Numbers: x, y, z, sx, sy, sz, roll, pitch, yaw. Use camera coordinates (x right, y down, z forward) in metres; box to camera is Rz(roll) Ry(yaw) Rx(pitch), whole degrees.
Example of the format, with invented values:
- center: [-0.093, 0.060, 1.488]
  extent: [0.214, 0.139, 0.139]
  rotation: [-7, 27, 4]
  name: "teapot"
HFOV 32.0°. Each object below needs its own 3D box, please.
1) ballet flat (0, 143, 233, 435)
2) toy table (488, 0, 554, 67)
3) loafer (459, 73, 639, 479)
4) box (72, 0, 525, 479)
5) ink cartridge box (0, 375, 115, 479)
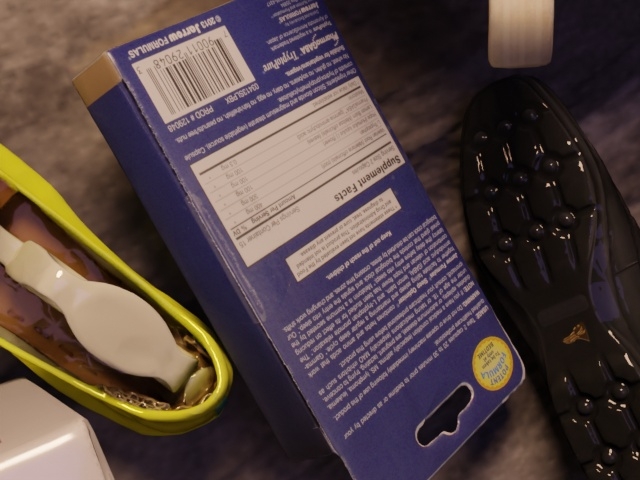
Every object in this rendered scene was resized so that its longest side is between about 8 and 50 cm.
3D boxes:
- center: [-0.130, 0.007, 0.463]
  extent: [0.231, 0.077, 0.077]
  rotation: [36, 79, -13]
  name: "ballet flat"
- center: [0.080, -0.217, 0.473]
  extent: [0.274, 0.161, 0.252]
  rotation: [9, 55, 15]
  name: "toy table"
- center: [0.132, 0.024, 0.563]
  extent: [0.078, 0.076, 0.223]
  rotation: [-5, 72, -61]
  name: "loafer"
- center: [0.000, 0.000, 0.505]
  extent: [0.136, 0.036, 0.225]
  rotation: [-34, 96, -44]
  name: "box"
- center: [-0.178, 0.190, 0.363]
  extent: [0.270, 0.198, 0.197]
  rotation: [-22, 95, -20]
  name: "ink cartridge box"
